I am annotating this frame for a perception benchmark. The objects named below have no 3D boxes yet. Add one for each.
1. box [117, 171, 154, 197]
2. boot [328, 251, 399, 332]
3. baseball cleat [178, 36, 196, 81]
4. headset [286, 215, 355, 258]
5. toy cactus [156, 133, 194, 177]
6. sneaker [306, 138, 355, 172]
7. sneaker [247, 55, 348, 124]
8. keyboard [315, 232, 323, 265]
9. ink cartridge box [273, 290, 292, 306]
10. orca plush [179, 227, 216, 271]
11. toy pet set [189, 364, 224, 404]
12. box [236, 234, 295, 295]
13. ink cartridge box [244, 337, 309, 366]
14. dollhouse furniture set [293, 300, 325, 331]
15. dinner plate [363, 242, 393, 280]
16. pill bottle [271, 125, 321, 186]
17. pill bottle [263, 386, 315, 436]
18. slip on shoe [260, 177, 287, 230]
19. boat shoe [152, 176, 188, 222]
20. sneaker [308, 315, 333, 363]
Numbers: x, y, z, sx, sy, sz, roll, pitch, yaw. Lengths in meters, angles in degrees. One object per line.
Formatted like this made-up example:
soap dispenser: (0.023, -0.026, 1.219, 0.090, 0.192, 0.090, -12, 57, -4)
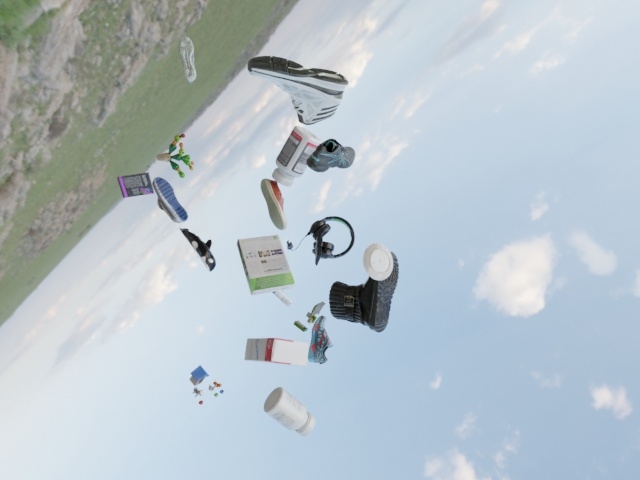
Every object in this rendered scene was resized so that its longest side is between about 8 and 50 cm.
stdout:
box: (-0.978, -0.294, 2.271, 0.162, 0.116, 0.029, -9, -153, -8)
boot: (0.170, 0.193, 1.790, 0.260, 0.131, 0.348, 16, -84, 43)
baseball cleat: (-0.657, -0.882, 2.101, 0.109, 0.072, 0.205, -177, -98, -67)
headset: (0.000, 0.000, 2.490, 0.394, 0.243, 0.185, -10, 169, -7)
toy cactus: (-0.747, -0.434, 2.199, 0.181, 0.219, 0.112, 0, -157, 11)
sneaker: (0.061, -0.335, 1.650, 0.267, 0.101, 0.106, -27, 151, -48)
sneaker: (-0.118, -0.648, 1.918, 0.169, 0.448, 0.257, -98, -158, -47)
keyboard: (-0.010, 0.032, 2.165, 0.180, 0.023, 0.108, -91, -162, -49)
ink cartridge box: (-0.276, 0.288, 2.575, 0.045, 0.206, 0.208, -45, -156, -3)
orca plush: (-0.623, 0.027, 2.262, 0.102, 0.287, 0.151, -34, 153, -21)
toy pet set: (-0.408, 0.509, 1.543, 0.065, 0.114, 0.122, -54, 160, 20)
box: (-0.290, 0.123, 2.251, 0.058, 0.232, 0.322, 116, -40, -50)
ink cartridge box: (-0.240, 0.598, 2.303, 0.306, 0.226, 0.131, -14, -116, 51)
dollhouse furniture set: (-0.048, 0.311, 1.822, 0.151, 0.058, 0.076, -59, 157, 11)
dinner plate: (0.219, 0.078, 1.593, 0.017, 0.141, 0.141, -21, -146, 59)
pill bottle: (-0.145, -0.468, 2.415, 0.318, 0.176, 0.176, -56, -162, 20)
pill bottle: (-0.137, 0.787, 1.955, 0.131, 0.229, 0.131, -42, -163, 16)
slip on shoe: (-0.250, -0.214, 2.464, 0.123, 0.101, 0.331, -45, -121, 49)
boat shoe: (-0.556, -0.139, 1.543, 0.066, 0.183, 0.066, -18, -163, 33)
sneaker: (0.016, 0.548, 2.360, 0.125, 0.104, 0.261, 7, -97, 19)
